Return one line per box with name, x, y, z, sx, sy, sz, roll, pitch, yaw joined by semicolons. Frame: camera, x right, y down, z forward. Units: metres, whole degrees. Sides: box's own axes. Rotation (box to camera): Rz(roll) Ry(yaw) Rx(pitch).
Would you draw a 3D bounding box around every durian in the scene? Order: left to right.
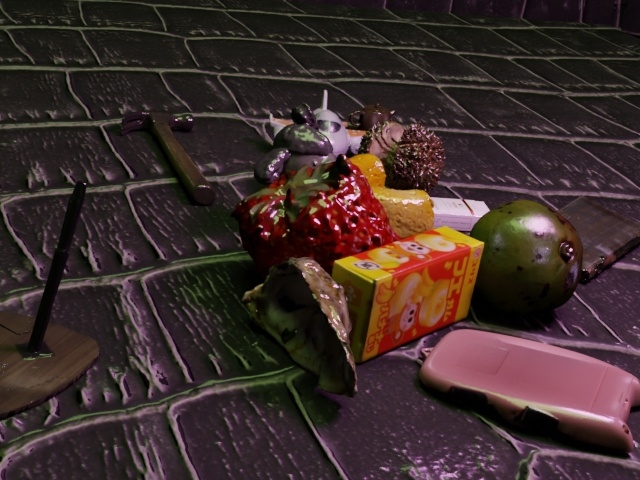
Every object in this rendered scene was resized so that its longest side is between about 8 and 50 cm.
durian;0.174;-0.169;2.284;0.196;0.167;0.196;23;14;-6

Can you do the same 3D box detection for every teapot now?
teapot;0.123;-0.292;2.652;0.121;0.068;0.076;0;25;-21

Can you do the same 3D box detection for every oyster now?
oyster;-0.008;0.125;1.586;0.094;0.166;0.294;-1;37;-33

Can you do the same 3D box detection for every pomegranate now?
pomegranate;0.318;0.032;1.865;0.202;0.202;0.248;-12;4;-40

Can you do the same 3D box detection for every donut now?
donut;0.091;-0.073;2.122;0.152;0.101;0.259;-13;36;-32

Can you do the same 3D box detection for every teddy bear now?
teddy bear;-0.036;-0.096;1.967;0.144;0.251;0.171;23;41;32

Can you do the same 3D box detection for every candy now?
candy;0.129;0.077;1.720;0.088;0.146;0.276;27;31;37

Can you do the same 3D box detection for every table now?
table;-0.465;0.044;1.442;0.317;0.249;0.317;8;23;-3

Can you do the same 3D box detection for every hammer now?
hammer;-0.288;-0.176;2.269;0.168;0.044;0.440;0;25;-23

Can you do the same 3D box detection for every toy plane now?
toy plane;0.008;-0.240;2.433;0.244;0.117;0.245;9;23;-4

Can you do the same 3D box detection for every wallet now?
wallet;0.505;-0.004;2.165;0.169;0.044;0.317;27;30;27

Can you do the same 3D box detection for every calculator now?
calculator;0.300;0.202;1.615;0.329;0.048;0.220;15;25;18

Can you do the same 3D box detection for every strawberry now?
strawberry;0.004;-0.001;1.800;0.261;0.258;0.261;-20;23;9

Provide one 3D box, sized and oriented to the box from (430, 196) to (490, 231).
box;0.254;-0.052;2.187;0.154;0.040;0.084;5;21;-12
